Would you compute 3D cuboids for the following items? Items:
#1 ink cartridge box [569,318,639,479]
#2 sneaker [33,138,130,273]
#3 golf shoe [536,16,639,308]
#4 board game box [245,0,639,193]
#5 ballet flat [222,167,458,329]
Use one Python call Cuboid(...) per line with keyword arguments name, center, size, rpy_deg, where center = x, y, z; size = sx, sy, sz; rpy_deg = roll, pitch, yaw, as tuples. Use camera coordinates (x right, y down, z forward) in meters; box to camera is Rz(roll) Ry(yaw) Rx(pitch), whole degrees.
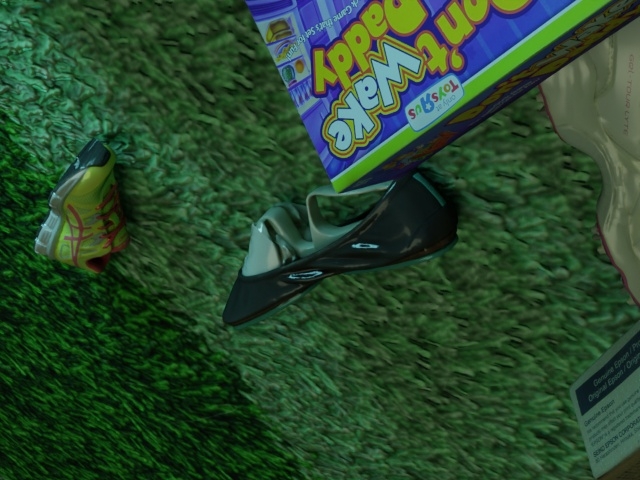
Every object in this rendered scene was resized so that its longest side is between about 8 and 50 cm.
Cuboid(name="ink cartridge box", center=(0.335, 0.104, 0.681), size=(0.234, 0.088, 0.193), rpy_deg=(8, 139, -18))
Cuboid(name="sneaker", center=(-0.244, -0.031, 1.025), size=(0.094, 0.081, 0.208), rpy_deg=(32, 144, -6))
Cuboid(name="golf shoe", center=(0.254, -0.054, 0.656), size=(0.140, 0.115, 0.306), rpy_deg=(-13, 120, 35))
Cuboid(name="board game box", center=(0.090, -0.210, 0.578), size=(0.347, 0.078, 0.233), rpy_deg=(-34, 78, 45))
Cuboid(name="ballet flat", center=(0.000, 0.000, 0.888), size=(0.280, 0.095, 0.096), rpy_deg=(-23, 103, 32))
